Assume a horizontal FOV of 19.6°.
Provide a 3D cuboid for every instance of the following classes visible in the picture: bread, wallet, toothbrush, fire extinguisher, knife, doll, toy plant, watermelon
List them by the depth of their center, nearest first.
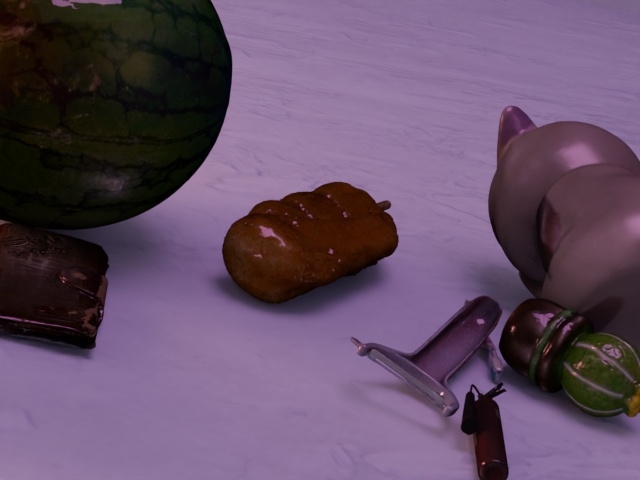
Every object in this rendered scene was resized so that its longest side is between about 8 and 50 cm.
[{"bbox_3d":[0.153,0.177,1.756,0.049,0.035,0.173,18,19,-5],"label":"fire extinguisher"},{"bbox_3d":[-0.265,0.040,1.777,0.122,0.031,0.232,11,19,-8],"label":"wallet"},{"bbox_3d":[0.118,0.108,1.880,0.123,0.053,0.278,39,24,9],"label":"knife"},{"bbox_3d":[-0.268,-0.173,1.906,0.363,0.363,0.363,16,19,-6],"label":"watermelon"},{"bbox_3d":[0.269,0.127,1.915,0.162,0.092,0.093,31,23,25],"label":"toy plant"},{"bbox_3d":[0.177,0.103,2.002,0.017,0.022,0.204,11,20,-8],"label":"toothbrush"},{"bbox_3d":[0.002,-0.002,2.046,0.124,0.084,0.344,46,26,11],"label":"bread"},{"bbox_3d":[0.318,0.003,2.091,0.215,0.226,0.370,20,11,-27],"label":"doll"}]
